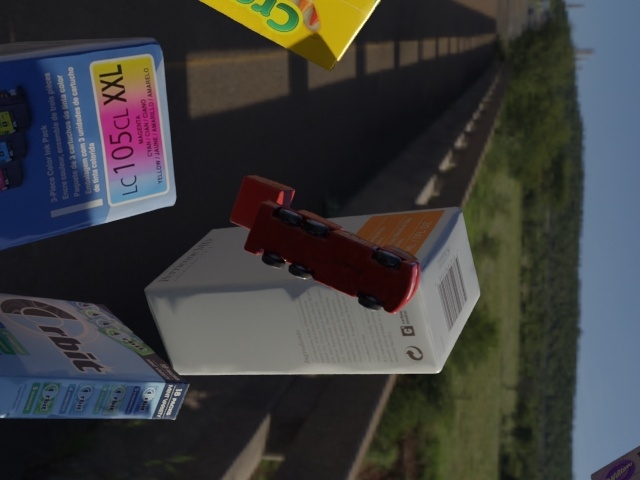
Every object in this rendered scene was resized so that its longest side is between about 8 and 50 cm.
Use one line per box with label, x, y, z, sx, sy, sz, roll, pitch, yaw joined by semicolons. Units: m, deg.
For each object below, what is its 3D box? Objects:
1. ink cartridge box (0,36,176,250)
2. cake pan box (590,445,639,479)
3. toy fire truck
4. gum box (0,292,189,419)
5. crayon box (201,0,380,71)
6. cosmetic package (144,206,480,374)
ink cartridge box;-0.355;-0.067;0.746;0.395;0.270;0.151;-16;108;-39
cake pan box;0.398;0.238;0.788;0.246;0.266;0.070;51;15;-9
toy fire truck;0.000;0.000;0.809;0.135;0.192;0.047;-18;130;-74
gum box;-0.231;0.098;0.811;0.184;0.157;0.041;11;105;-47
crayon box;-0.061;-0.415;1.102;0.313;0.362;0.106;-52;-162;39
cosmetic package;-0.011;0.080;1.452;0.230;0.453;0.162;-49;128;-55
